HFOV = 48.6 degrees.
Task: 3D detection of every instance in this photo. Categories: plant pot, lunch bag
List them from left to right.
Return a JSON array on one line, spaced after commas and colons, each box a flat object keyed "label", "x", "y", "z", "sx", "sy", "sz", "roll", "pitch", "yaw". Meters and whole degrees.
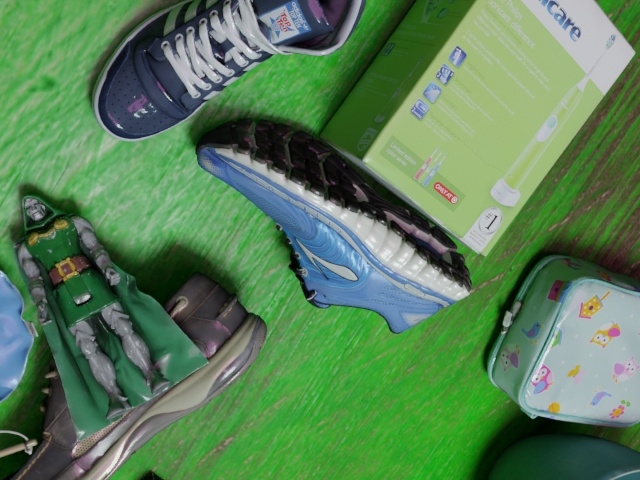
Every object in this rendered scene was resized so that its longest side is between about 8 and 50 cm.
[{"label": "plant pot", "x": 0.354, "y": 0.395, "z": 1.032, "sx": 0.290, "sy": 0.195, "sz": 0.290, "roll": -8, "pitch": 113, "yaw": -20}, {"label": "lunch bag", "x": 0.374, "y": 0.150, "z": 0.997, "sx": 0.279, "sy": 0.108, "sz": 0.224, "roll": 16, "pitch": 106, "yaw": -26}]

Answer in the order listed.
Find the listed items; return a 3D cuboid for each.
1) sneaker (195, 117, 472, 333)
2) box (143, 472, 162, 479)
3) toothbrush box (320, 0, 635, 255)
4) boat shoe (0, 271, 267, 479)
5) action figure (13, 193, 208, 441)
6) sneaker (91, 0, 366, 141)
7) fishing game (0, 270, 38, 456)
[{"label": "sneaker", "x": 0.000, "y": 0.000, "z": 0.760, "sx": 0.330, "sy": 0.129, "sz": 0.147, "roll": 36, "pitch": 116, "yaw": -14}, {"label": "box", "x": -0.214, "y": 0.409, "z": 0.885, "sx": 0.184, "sy": 0.045, "sz": 0.190, "roll": -39, "pitch": 120, "yaw": -2}, {"label": "toothbrush box", "x": 0.173, "y": -0.160, "z": 0.782, "sx": 0.206, "sy": 0.122, "sz": 0.283, "roll": 33, "pitch": 96, "yaw": -30}, {"label": "boat shoe", "x": -0.224, "y": 0.164, "z": 0.756, "sx": 0.355, "sy": 0.132, "sz": 0.130, "roll": -38, "pitch": 94, "yaw": -2}, {"label": "action figure", "x": -0.226, "y": 0.053, "z": 0.675, "sx": 0.137, "sy": 0.063, "sz": 0.232, "roll": -31, "pitch": 79, "yaw": -14}, {"label": "sneaker", "x": -0.083, "y": -0.181, "z": 0.647, "sx": 0.282, "sy": 0.153, "sz": 0.099, "roll": -37, "pitch": 119, "yaw": -6}, {"label": "fishing game", "x": -0.367, "y": 0.096, "z": 0.659, "sx": 0.189, "sy": 0.041, "sz": 0.264, "roll": -16, "pitch": 95, "yaw": -15}]
